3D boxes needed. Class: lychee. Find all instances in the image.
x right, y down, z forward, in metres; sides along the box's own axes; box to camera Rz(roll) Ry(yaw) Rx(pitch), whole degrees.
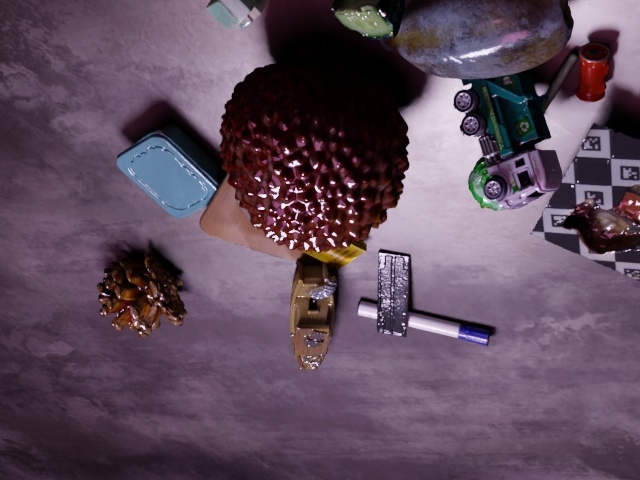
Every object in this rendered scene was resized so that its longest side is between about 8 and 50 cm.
[{"bbox_3d":[-0.012,-0.146,1.870,0.306,0.306,0.330,7,98,19],"label":"lychee"}]

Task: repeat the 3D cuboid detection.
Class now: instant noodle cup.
[{"bbox_3d":[-0.272,-0.135,2.182,0.179,0.070,0.157,43,137,-22],"label":"instant noodle cup"}]

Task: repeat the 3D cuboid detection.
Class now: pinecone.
[{"bbox_3d":[-0.376,0.115,2.441,0.195,0.150,0.179,4,136,33],"label":"pinecone"}]

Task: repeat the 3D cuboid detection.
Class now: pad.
[{"bbox_3d":[-0.055,-0.054,2.153,0.284,0.018,0.286,17,141,-17],"label":"pad"}]

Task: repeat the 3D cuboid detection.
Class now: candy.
[{"bbox_3d":[0.327,-0.174,1.863,0.097,0.097,0.323,25,132,-1],"label":"candy"}]

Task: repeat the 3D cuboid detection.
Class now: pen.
[{"bbox_3d":[0.200,0.161,2.302,0.269,0.033,0.033,12,138,14],"label":"pen"}]

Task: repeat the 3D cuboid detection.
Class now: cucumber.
[{"bbox_3d":[0.086,-0.352,1.684,0.115,0.193,0.086,-23,130,41],"label":"cucumber"}]

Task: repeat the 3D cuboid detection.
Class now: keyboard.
[{"bbox_3d":[0.139,0.104,2.260,0.063,0.010,0.198,9,126,14],"label":"keyboard"}]

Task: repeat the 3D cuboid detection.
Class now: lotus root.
[{"bbox_3d":[0.210,-0.308,1.713,0.322,0.140,0.158,-7,131,34],"label":"lotus root"}]

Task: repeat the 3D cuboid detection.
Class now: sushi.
[{"bbox_3d":[0.522,-0.061,1.888,0.294,0.059,0.292,24,140,1],"label":"sushi"}]

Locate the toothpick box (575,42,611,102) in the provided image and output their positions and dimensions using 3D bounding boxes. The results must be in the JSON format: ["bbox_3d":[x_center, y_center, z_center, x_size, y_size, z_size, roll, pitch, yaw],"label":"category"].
[{"bbox_3d":[0.406,-0.249,1.753,0.047,0.047,0.083,10,139,16],"label":"toothpick box"}]

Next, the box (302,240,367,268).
[{"bbox_3d":[0.000,0.000,2.187,0.156,0.022,0.089,28,138,-28],"label":"box"}]

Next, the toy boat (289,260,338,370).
[{"bbox_3d":[-0.017,0.164,2.329,0.089,0.121,0.321,0,142,-4],"label":"toy boat"}]

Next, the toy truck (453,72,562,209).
[{"bbox_3d":[0.293,-0.162,1.782,0.116,0.110,0.216,-22,80,35],"label":"toy truck"}]

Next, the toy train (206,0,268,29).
[{"bbox_3d":[-0.156,-0.417,1.783,0.081,0.125,0.194,-27,119,39],"label":"toy train"}]
